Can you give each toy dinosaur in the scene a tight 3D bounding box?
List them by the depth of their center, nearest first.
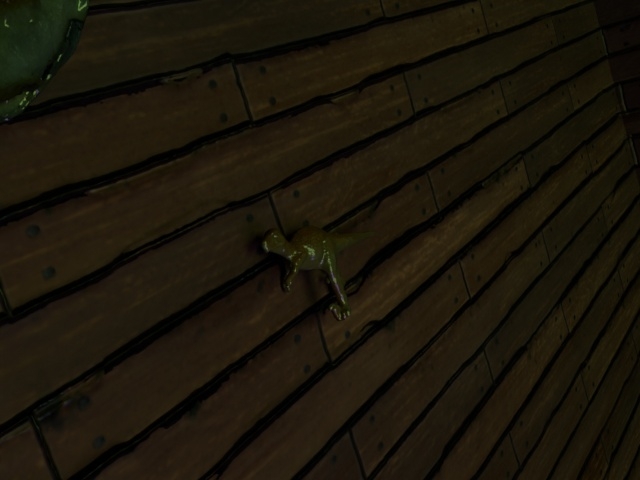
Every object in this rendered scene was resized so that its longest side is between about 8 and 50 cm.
[{"bbox_3d":[0.000,0.000,0.882,0.126,0.039,0.162,56,38,-28],"label":"toy dinosaur"}]

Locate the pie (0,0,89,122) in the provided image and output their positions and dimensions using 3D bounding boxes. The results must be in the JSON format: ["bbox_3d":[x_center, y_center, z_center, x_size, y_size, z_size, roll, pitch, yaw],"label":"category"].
[{"bbox_3d":[-0.246,-0.219,0.552,0.302,0.067,0.303,22,63,-53],"label":"pie"}]
